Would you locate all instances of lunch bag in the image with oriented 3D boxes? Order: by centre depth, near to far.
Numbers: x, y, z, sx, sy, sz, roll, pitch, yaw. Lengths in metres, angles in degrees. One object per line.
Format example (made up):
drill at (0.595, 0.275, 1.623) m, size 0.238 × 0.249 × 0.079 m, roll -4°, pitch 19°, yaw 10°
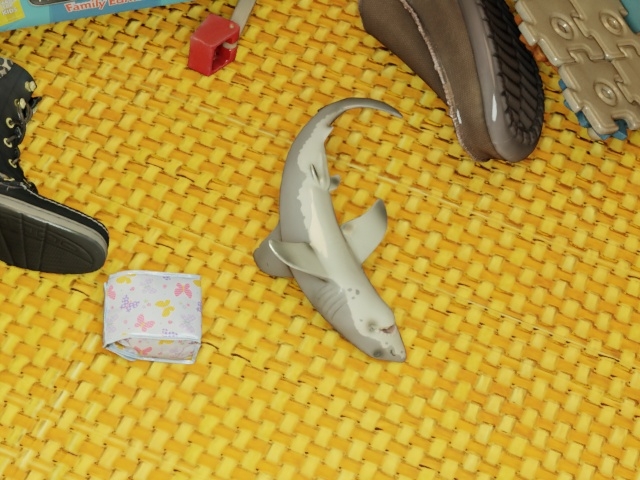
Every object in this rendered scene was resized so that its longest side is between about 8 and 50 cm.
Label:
lunch bag at (-0.147, 0.066, 1.512) m, size 0.083 × 0.053 × 0.071 m, roll 5°, pitch 57°, yaw -15°

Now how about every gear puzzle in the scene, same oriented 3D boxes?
gear puzzle at (0.223, -0.235, 1.724) m, size 0.175 × 0.044 × 0.339 m, roll -11°, pitch 64°, yaw -44°

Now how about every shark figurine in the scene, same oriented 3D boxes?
shark figurine at (-0.015, -0.025, 1.568) m, size 0.166 × 0.116 × 0.278 m, roll 17°, pitch 56°, yaw -37°

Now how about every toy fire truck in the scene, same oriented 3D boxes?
toy fire truck at (-0.107, -0.262, 1.746) m, size 0.135 × 0.047 × 0.192 m, roll 30°, pitch 56°, yaw 13°

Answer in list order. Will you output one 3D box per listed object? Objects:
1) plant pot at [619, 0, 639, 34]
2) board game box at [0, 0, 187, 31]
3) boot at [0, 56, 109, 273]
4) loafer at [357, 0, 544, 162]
plant pot at (0.326, -0.355, 1.800) m, size 0.165 × 0.165 × 0.234 m, roll -28°, pitch 56°, yaw -24°
board game box at (-0.236, -0.336, 1.701) m, size 0.336 × 0.079 × 0.254 m, roll -11°, pitch 59°, yaw -13°
boot at (-0.277, -0.077, 1.576) m, size 0.236 × 0.085 × 0.179 m, roll 18°, pitch 53°, yaw 6°
loafer at (0.113, -0.216, 1.715) m, size 0.130 × 0.134 × 0.366 m, roll -28°, pitch 57°, yaw 20°
